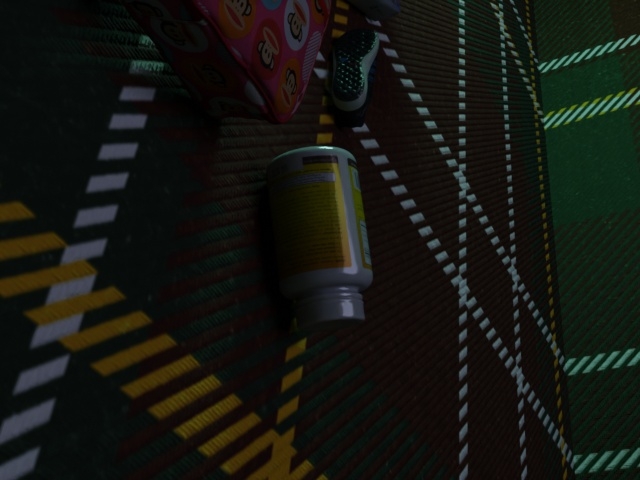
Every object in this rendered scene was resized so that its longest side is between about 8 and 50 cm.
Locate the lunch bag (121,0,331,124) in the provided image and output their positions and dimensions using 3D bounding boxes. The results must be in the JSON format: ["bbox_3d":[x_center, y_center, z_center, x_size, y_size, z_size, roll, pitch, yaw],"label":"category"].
[{"bbox_3d":[-0.086,-0.296,0.958,0.293,0.120,0.258,54,50,-59],"label":"lunch bag"}]

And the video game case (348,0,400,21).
[{"bbox_3d":[0.050,-0.554,1.553,0.244,0.061,0.269,6,71,-64],"label":"video game case"}]

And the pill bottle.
[{"bbox_3d":[0.000,0.000,1.084,0.117,0.117,0.215,21,59,-61],"label":"pill bottle"}]

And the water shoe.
[{"bbox_3d":[0.053,-0.265,1.421,0.080,0.073,0.203,82,18,-47],"label":"water shoe"}]
